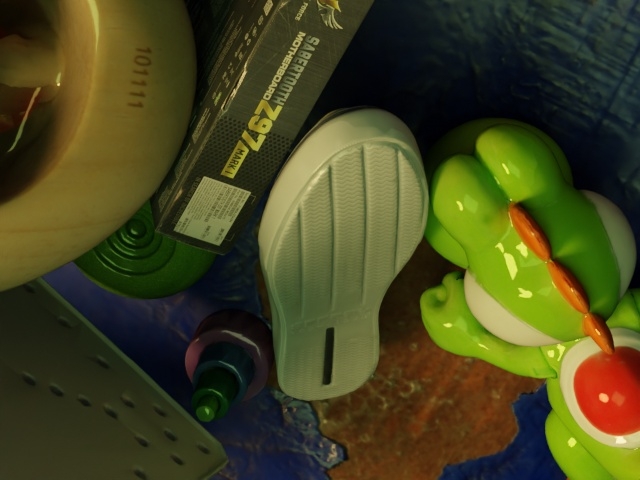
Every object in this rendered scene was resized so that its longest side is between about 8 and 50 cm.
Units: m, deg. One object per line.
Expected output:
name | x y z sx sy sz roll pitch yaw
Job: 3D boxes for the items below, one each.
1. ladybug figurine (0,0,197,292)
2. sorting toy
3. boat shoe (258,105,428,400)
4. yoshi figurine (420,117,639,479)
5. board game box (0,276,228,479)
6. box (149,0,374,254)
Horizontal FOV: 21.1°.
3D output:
ladybug figurine | -0.294 -0.116 1.008 0.449 0.162 0.305 8 93 -32
sorting toy | -0.157 -0.011 1.240 0.127 0.126 0.365 -27 108 20
boat shoe | 0.000 0.000 1.170 0.109 0.094 0.302 -8 146 -14
yoshi figurine | 0.180 0.045 1.215 0.203 0.203 0.362 2 136 46
board game box | -0.278 0.074 1.099 0.390 0.390 0.050 41 108 8
box | -0.046 -0.135 1.125 0.059 0.183 0.233 19 118 -25
